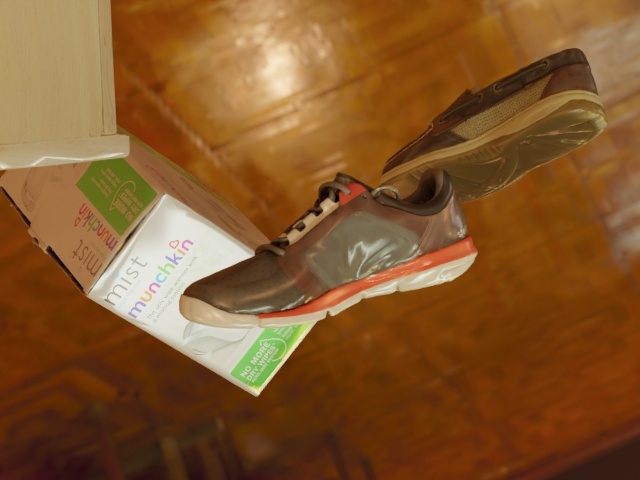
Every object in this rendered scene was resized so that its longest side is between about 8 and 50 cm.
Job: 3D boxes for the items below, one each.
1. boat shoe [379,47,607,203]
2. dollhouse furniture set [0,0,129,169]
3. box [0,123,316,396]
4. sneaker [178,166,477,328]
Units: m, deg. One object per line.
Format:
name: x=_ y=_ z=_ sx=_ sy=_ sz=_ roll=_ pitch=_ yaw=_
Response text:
boat shoe: x=0.137 y=-0.090 z=1.385 sx=0.080 sy=0.073 sz=0.223 roll=19 pitch=151 yaw=-37
dollhouse furniture set: x=-0.179 y=-0.163 z=0.903 sx=0.286 sy=0.198 sz=0.303 roll=-7 pitch=-165 yaw=-27
box: x=-0.158 y=0.002 z=1.653 sx=0.231 sy=0.262 sz=0.127 roll=36 pitch=95 yaw=-37
sneaker: x=0.000 y=0.000 z=0.836 sx=0.158 sy=0.065 sz=0.061 roll=-16 pitch=-167 yaw=-25
